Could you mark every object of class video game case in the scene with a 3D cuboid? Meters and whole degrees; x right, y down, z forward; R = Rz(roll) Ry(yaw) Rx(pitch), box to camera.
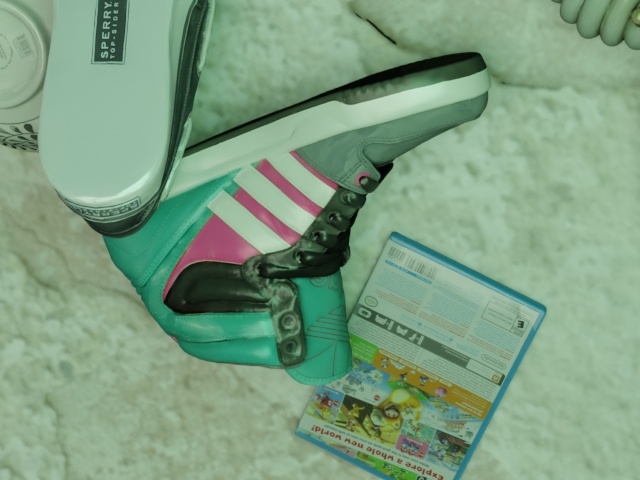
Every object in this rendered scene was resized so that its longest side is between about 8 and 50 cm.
[{"bbox_3d":[0.068,0.091,1.336,0.119,0.015,0.166,26,110,3],"label":"video game case"}]

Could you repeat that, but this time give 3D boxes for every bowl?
[{"bbox_3d":[-0.207,-0.132,1.297,0.170,0.080,0.170,4,108,12],"label":"bowl"}]

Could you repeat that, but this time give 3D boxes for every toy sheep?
[{"bbox_3d":[0.182,-0.164,1.199,0.132,0.091,0.091,37,111,11],"label":"toy sheep"}]

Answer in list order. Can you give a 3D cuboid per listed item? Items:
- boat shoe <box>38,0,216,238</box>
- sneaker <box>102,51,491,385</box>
[{"bbox_3d":[-0.115,-0.149,1.238,0.108,0.102,0.301,3,74,4],"label":"boat shoe"},{"bbox_3d":[0.000,0.000,1.264,0.295,0.124,0.178,-20,96,25],"label":"sneaker"}]
